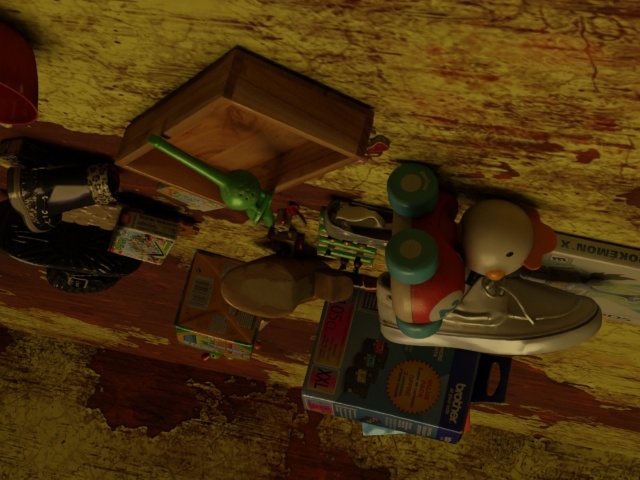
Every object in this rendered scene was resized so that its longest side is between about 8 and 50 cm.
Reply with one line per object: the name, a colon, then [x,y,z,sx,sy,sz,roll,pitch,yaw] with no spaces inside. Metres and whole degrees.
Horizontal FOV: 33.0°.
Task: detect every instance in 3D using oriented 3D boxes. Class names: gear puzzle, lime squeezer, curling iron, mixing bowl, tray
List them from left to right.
mixing bowl: [-0.443,-0.233,1.405,0.182,0.098,0.181,13,165,3]
gear puzzle: [-0.399,-0.061,2.088,0.339,0.044,0.175,11,163,1]
tray: [-0.119,-0.140,1.493,0.203,0.076,0.411,22,162,-24]
lime squeezer: [-0.116,-0.060,1.532,0.110,0.058,0.310,4,162,31]
curling iron: [0.094,0.091,2.162,0.274,0.035,0.068,14,-158,15]

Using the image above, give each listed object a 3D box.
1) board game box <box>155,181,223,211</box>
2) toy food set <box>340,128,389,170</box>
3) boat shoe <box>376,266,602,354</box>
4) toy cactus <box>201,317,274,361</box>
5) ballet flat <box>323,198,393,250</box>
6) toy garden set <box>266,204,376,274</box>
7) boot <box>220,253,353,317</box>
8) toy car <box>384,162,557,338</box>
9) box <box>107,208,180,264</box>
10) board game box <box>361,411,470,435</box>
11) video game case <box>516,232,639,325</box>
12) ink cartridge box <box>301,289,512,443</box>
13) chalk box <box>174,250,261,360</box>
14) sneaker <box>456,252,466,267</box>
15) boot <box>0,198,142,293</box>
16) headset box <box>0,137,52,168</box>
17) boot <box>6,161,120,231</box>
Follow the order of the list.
board game box: [-0.198,-0.087,1.831,0.103,0.026,0.154,24,162,-32]
toy food set: [0.050,-0.129,1.486,0.078,0.019,0.122,25,153,-35]
boat shoe: [0.260,0.080,1.729,0.367,0.136,0.156,2,121,26]
toy cactus: [-0.176,0.215,2.582,0.219,0.112,0.180,-28,178,-41]
ballet flat: [0.106,-0.020,1.721,0.213,0.072,0.068,10,153,12]
toy garden set: [0.000,0.000,1.915,0.204,0.049,0.244,13,164,3]
boot: [-0.105,0.076,2.041,0.295,0.104,0.211,1,-173,-36]
toy car: [0.220,0.017,1.546,0.238,0.210,0.219,-1,150,9]
box: [-0.345,-0.005,2.090,0.114,0.036,0.207,15,163,-12]
board game box: [0.225,0.351,2.510,0.242,0.064,0.316,-4,-165,9]
video game case: [0.472,0.073,1.777,0.300,0.036,0.329,12,164,8]
ink cartridge box: [0.184,0.250,2.209,0.396,0.270,0.151,12,163,6]
chalk box: [-0.215,0.157,2.418,0.179,0.180,0.289,15,166,-1]
sneaker: [0.263,0.079,1.899,0.080,0.081,0.211,3,160,34]
boot: [-0.575,0.024,2.354,0.348,0.131,0.260,20,163,-22]
headset box: [-0.513,-0.151,1.875,0.083,0.032,0.062,-2,158,44]
boot: [-0.440,-0.075,1.911,0.179,0.085,0.236,-5,165,0]
